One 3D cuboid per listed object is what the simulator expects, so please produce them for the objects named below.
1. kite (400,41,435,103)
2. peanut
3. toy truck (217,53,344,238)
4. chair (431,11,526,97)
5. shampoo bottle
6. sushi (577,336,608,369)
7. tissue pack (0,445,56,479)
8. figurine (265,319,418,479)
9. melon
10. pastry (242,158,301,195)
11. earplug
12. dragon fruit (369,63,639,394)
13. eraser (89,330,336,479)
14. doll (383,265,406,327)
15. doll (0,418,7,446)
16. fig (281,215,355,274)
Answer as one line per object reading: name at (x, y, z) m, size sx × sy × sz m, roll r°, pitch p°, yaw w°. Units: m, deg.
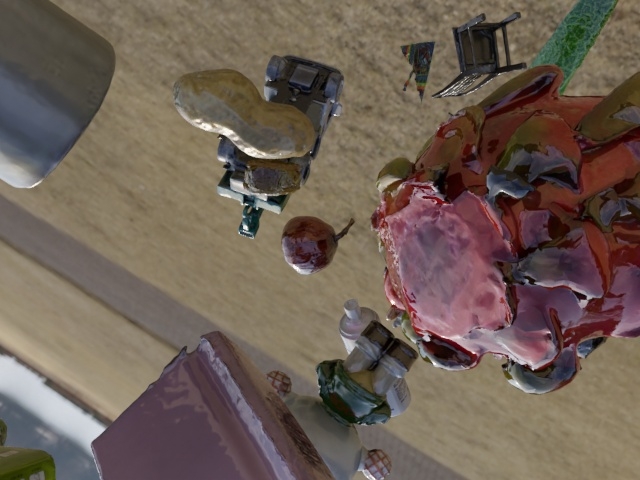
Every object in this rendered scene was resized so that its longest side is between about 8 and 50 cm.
kite at (0.139, -0.251, 1.236) m, size 0.004 × 0.122 × 0.090 m, roll 10°, pitch 133°, yaw -29°
peanut at (-0.095, -0.162, 1.107) m, size 0.193 × 0.089 × 0.089 m, roll 25°, pitch 163°, yaw -19°
toy truck at (-0.078, -0.189, 1.647) m, size 0.177 × 0.363 × 0.178 m, roll 18°, pitch 147°, yaw 8°
chair at (0.264, -0.320, 1.517) m, size 0.084 × 0.101 × 0.212 m, roll -7°, pitch 179°, yaw -22°
shampoo bottle at (0.107, 0.238, 1.789) m, size 0.092 × 0.092 × 0.303 m, roll 15°, pitch 141°, yaw 40°
sushi at (0.392, 0.078, 1.539) m, size 0.343 × 0.182 × 0.196 m, roll 51°, pitch -169°, yaw -2°
tissue pack at (-0.520, 0.384, 1.155) m, size 0.200 × 0.167 × 0.275 m, roll 0°, pitch 180°, yaw 22°
figurine at (0.021, 0.313, 1.518) m, size 0.281 × 0.370 × 0.167 m, roll 38°, pitch -176°, yaw 3°
melon at (0.343, -0.281, 1.062) m, size 0.053 × 0.261 × 0.114 m, roll 40°, pitch -156°, yaw 20°
pastry at (-0.081, -0.109, 1.460) m, size 0.109 × 0.097 × 0.057 m, roll 22°, pitch 114°, yaw 50°
earplug at (-0.590, -0.310, 1.442) m, size 0.394 × 0.312 × 0.313 m, roll 34°, pitch 163°, yaw -36°
dragon fruit at (0.194, -0.012, 0.642) m, size 0.307 × 0.243 × 0.227 m, roll 4°, pitch 130°, yaw 35°
eraser at (-0.149, 0.323, 1.174) m, size 0.122 × 0.272 × 0.359 m, roll 44°, pitch 180°, yaw -37°
doll at (0.182, 0.085, 1.643) m, size 0.085 × 0.183 × 0.217 m, roll 27°, pitch 179°, yaw 43°
doll at (-0.669, 0.365, 1.534) m, size 0.186 × 0.198 × 0.322 m, roll 29°, pitch 161°, yaw -25°
fig at (-0.013, 0.007, 1.783) m, size 0.150 × 0.128 × 0.128 m, roll -2°, pitch 172°, yaw -23°
